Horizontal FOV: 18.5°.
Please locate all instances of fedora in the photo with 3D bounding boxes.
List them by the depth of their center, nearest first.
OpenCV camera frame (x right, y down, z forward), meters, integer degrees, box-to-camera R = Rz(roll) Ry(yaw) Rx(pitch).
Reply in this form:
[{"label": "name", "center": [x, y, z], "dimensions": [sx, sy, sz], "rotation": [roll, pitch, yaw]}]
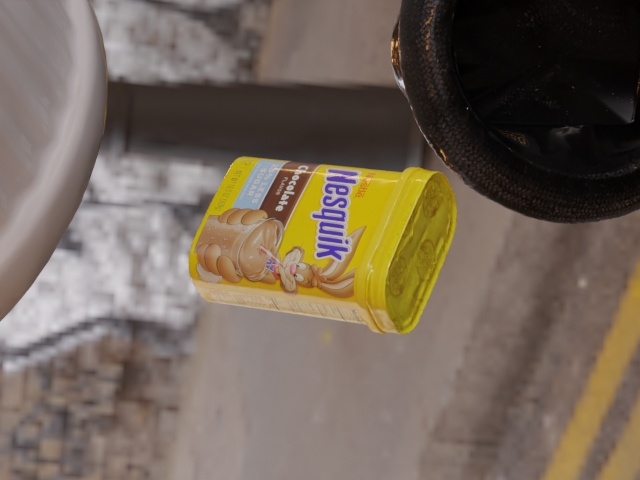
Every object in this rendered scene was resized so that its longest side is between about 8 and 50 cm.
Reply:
[{"label": "fedora", "center": [0.182, -0.166, 1.686], "dimensions": [0.152, 0.334, 0.334], "rotation": [5, 89, 59]}]

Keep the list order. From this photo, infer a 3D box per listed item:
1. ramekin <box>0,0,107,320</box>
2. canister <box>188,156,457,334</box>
[{"label": "ramekin", "center": [-0.221, -0.064, 0.703], "dimensions": [0.127, 0.272, 0.273], "rotation": [66, -163, -53]}, {"label": "canister", "center": [0.000, 0.000, 1.458], "dimensions": [0.126, 0.169, 0.073], "rotation": [-66, -33, -29]}]
